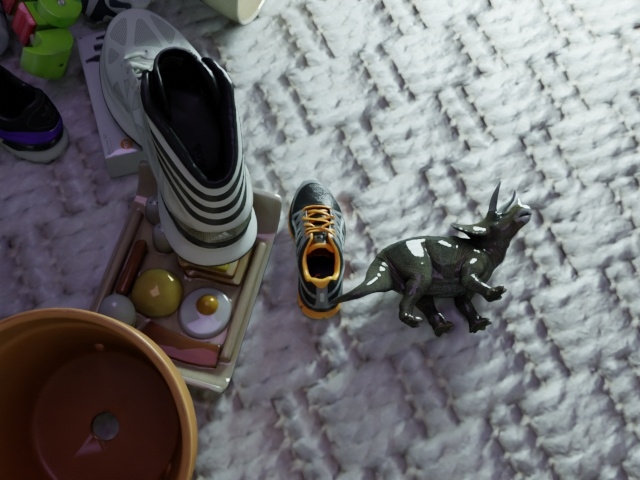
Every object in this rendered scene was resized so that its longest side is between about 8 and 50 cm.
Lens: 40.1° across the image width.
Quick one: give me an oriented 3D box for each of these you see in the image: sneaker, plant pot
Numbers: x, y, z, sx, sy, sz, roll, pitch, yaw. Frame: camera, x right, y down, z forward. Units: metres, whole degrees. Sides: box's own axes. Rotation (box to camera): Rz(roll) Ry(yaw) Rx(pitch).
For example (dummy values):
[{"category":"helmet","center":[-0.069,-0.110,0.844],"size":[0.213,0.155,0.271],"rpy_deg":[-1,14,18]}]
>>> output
[{"category":"sneaker","center":[-0.187,-0.210,1.173],"size":[0.169,0.257,0.447],"rpy_deg":[-16,61,-18]},{"category":"sneaker","center":[0.000,0.000,1.243],"size":[0.084,0.083,0.215],"rpy_deg":[-5,62,-4]},{"category":"sneaker","center":[-0.519,-0.219,1.289],"size":[0.293,0.146,0.102],"rpy_deg":[15,63,4]},{"category":"sneaker","center":[-0.379,-0.456,1.412],"size":[0.094,0.153,0.235],"rpy_deg":[-42,109,-55]},{"category":"plant pot","center":[-0.275,0.224,1.010],"size":[0.291,0.203,0.291],"rpy_deg":[0,85,2]}]

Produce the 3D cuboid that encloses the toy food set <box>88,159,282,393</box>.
[{"category":"toy food set","center":[-0.195,0.043,1.203],"size":[0.220,0.092,0.306],"rpy_deg":[14,63,4]}]

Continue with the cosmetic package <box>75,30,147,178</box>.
[{"category":"cosmetic package","center":[-0.305,-0.217,1.350],"size":[0.099,0.060,0.239],"rpy_deg":[-15,64,-10]}]

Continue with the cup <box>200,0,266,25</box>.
[{"category":"cup","center":[-0.174,-0.533,1.356],"size":[0.237,0.331,0.331],"rpy_deg":[21,63,1]}]

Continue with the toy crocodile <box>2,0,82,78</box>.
[{"category":"toy crocodile","center":[-0.460,-0.397,1.375],"size":[0.105,0.115,0.340],"rpy_deg":[-10,69,-37]}]

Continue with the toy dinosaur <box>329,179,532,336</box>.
[{"category":"toy dinosaur","center":[0.157,0.047,1.228],"size":[0.313,0.121,0.160],"rpy_deg":[-16,53,-6]}]

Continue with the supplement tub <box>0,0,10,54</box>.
[{"category":"supplement tub","center":[-0.566,-0.384,1.389],"size":[0.117,0.117,0.190],"rpy_deg":[-15,64,-11]}]
